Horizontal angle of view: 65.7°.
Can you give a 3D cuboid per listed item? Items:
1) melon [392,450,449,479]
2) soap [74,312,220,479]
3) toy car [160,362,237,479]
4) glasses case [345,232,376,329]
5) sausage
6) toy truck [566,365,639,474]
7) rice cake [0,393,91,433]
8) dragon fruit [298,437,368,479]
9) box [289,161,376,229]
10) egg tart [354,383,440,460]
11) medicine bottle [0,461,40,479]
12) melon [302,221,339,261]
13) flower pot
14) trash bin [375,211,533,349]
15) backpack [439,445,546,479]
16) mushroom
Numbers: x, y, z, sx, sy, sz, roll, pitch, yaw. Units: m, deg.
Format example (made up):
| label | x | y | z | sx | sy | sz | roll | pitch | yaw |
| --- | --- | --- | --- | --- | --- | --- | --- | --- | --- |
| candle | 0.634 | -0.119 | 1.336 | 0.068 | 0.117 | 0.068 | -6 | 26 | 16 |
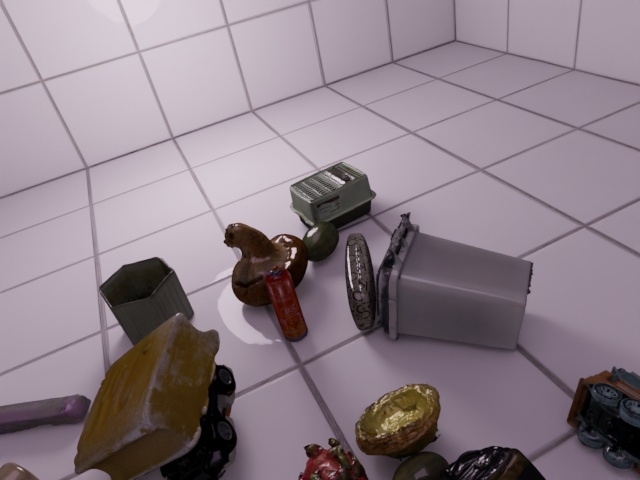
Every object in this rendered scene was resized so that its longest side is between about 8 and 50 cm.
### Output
| label | x | y | z | sx | sy | sz | roll | pitch | yaw |
| --- | --- | --- | --- | --- | --- | --- | --- | --- | --- |
| melon | 0.199 | 0.474 | 0.975 | 0.130 | 0.098 | 0.098 | -22 | 36 | -14 |
| soap | -0.392 | 0.368 | 1.136 | 0.335 | 0.156 | 0.293 | -35 | 31 | 32 |
| toy car | -0.274 | 0.439 | 1.152 | 0.193 | 0.118 | 0.301 | -40 | 35 | 15 |
| glasses case | 0.117 | 0.111 | 1.471 | 0.085 | 0.137 | 0.355 | -8 | 35 | 6 |
| sausage | -0.095 | 0.166 | 1.347 | 0.074 | 0.274 | 0.074 | -8 | 39 | 7 |
| toy truck | 0.669 | 0.377 | 0.929 | 0.184 | 0.133 | 0.338 | -14 | 29 | -30 |
| rice cake | -0.818 | 0.477 | 1.338 | 0.398 | 0.064 | 0.070 | -10 | 41 | 5 |
| dragon fruit | 0.018 | 0.481 | 0.975 | 0.160 | 0.166 | 0.172 | -65 | 13 | -4 |
| box | 0.042 | -0.157 | 1.844 | 0.290 | 0.166 | 0.220 | -27 | 37 | -18 |
| egg tart | 0.173 | 0.395 | 1.065 | 0.212 | 0.090 | 0.212 | -25 | 9 | 4 |
| medicine bottle | -0.732 | 0.619 | 1.067 | 0.114 | 0.114 | 0.252 | 6 | 39 | 25 |
| melon | 0.000 | 0.000 | 1.686 | 0.114 | 0.114 | 0.167 | 13 | 50 | 33 |
| flower pot | -0.534 | 0.189 | 1.537 | 0.209 | 0.190 | 0.239 | -34 | 38 | -26 |
| trash bin | 0.340 | 0.116 | 1.279 | 0.367 | 0.296 | 0.256 | 11 | 40 | 21 |
| backpack | 0.277 | 0.495 | 0.870 | 0.258 | 0.133 | 0.206 | -37 | 75 | -16 |
| mushroom | -0.170 | 0.079 | 1.554 | 0.267 | 0.254 | 0.267 | -8 | 71 | 24 |
